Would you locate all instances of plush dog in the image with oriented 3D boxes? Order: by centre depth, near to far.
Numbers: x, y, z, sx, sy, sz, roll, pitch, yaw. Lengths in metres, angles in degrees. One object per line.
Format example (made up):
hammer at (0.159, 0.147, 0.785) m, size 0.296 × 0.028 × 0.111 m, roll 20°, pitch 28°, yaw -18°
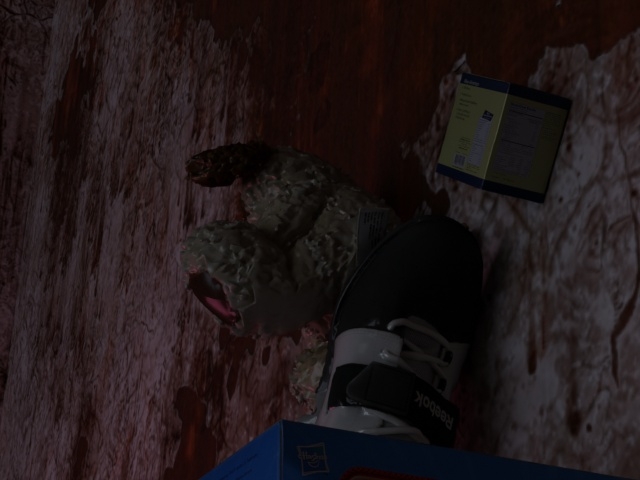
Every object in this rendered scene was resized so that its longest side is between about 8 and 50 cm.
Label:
plush dog at (0.000, 0.000, 1.206) m, size 0.210 × 0.262 × 0.225 m, roll -40°, pitch 42°, yaw 3°

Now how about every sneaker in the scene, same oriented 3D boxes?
sneaker at (0.054, 0.142, 1.047) m, size 0.331 × 0.122 × 0.146 m, roll -65°, pitch 24°, yaw 0°

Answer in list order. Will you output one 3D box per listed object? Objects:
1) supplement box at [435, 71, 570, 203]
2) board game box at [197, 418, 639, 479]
supplement box at (0.141, -0.081, 1.077) m, size 0.083 × 0.056 × 0.083 m, roll 31°, pitch 107°, yaw 66°
board game box at (0.048, 0.215, 0.834) m, size 0.308 × 0.301 × 0.086 m, roll -42°, pitch 41°, yaw 53°
